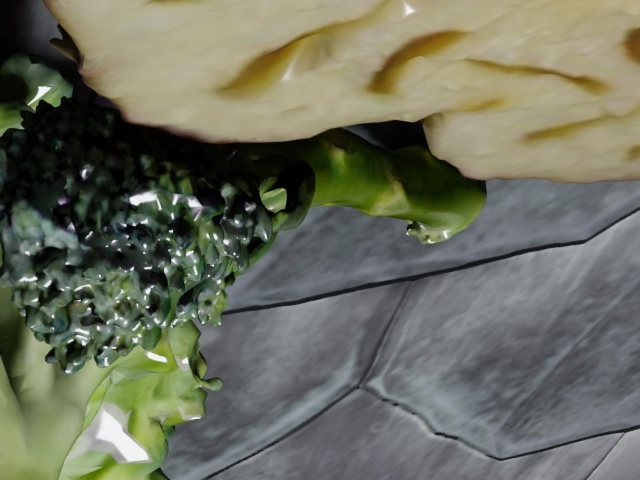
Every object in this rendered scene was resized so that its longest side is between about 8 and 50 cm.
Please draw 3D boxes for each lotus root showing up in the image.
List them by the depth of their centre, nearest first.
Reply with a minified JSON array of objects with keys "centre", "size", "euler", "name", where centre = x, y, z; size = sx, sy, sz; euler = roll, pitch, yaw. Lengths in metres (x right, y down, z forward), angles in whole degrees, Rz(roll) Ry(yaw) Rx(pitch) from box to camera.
[{"centre":[0.062,-0.140,0.438],"size":[0.316,0.250,0.316],"euler":[-10,159,-4],"name":"lotus root"}]

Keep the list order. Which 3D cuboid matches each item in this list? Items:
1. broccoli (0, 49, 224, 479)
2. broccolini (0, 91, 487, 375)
[{"centre":[-0.188,0.073,0.571],"size":[0.334,0.272,0.324],"euler":[-43,117,2],"name":"broccoli"},{"centre":[-0.005,-0.001,0.634],"size":[0.074,0.079,0.392],"euler":[-57,161,11],"name":"broccolini"}]
